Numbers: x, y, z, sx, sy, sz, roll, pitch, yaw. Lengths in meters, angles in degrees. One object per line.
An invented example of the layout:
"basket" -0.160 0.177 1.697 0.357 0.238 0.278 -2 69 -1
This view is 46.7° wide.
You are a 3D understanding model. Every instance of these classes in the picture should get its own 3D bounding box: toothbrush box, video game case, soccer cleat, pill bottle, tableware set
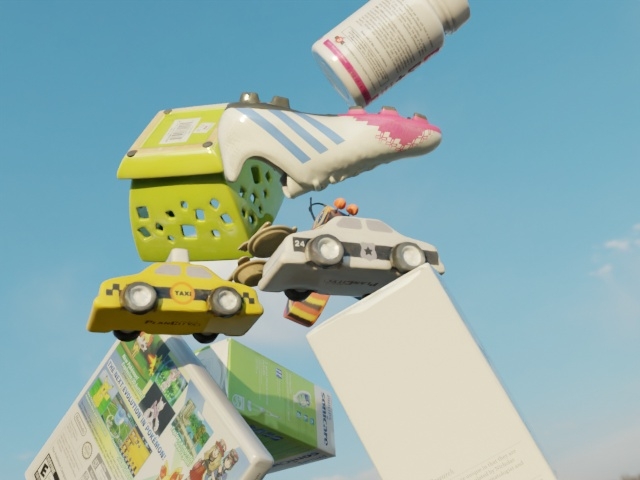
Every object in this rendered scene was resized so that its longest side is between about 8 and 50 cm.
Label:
"toothbrush box" -0.137 0.286 1.207 0.206 0.122 0.283 -23 -40 26
"video game case" -0.227 0.277 0.900 0.036 0.329 0.300 31 -84 -43
"soccer cleat" 0.013 -0.127 1.096 0.331 0.143 0.116 4 -3 -7
"pill bottle" 0.139 -0.395 1.438 0.283 0.160 0.160 -37 -30 0
"tableware set" -0.043 0.024 0.994 0.169 0.020 0.141 4 -42 -34

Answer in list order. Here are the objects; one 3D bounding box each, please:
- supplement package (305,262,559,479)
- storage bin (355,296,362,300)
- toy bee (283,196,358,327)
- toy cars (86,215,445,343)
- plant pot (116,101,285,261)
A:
"supplement package" 0.084 0.121 0.543 0.105 0.179 0.105 -31 -13 9
"storage bin" 0.126 0.067 1.528 0.084 0.122 0.180 2 10 -29
"toy bee" 0.000 0.000 1.362 0.195 0.298 0.162 6 -36 -26
"toy cars" -0.067 0.035 0.815 0.394 0.087 0.176 -14 -26 14
"plant pot" -0.209 -0.109 1.292 0.227 0.228 0.207 -2 -52 17
